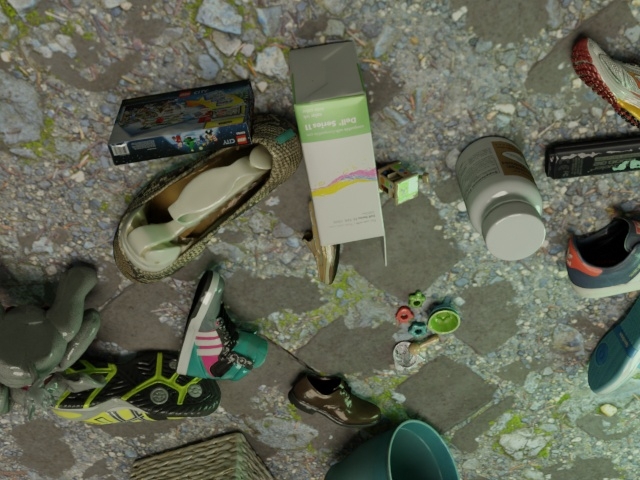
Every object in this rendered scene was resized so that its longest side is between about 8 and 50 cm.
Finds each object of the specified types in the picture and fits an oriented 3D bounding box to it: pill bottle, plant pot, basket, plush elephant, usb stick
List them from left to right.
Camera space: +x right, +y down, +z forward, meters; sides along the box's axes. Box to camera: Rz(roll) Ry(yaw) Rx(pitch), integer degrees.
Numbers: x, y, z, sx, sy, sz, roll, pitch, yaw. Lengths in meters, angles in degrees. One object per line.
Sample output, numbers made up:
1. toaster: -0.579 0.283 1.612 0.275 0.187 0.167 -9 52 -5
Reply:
1. plush elephant: -0.578 0.231 1.709 0.272 0.330 0.255 -6 155 -19
2. basket: -0.276 0.691 2.063 0.331 0.266 0.328 -20 126 12
3. plant pot: 0.155 0.595 2.024 0.255 0.271 0.272 -29 125 36
4. pill bottle: 0.324 -0.075 1.513 0.131 0.229 0.131 -1 128 -2
5. usb stick: 0.560 -0.160 1.575 0.278 0.045 0.077 -7 135 3

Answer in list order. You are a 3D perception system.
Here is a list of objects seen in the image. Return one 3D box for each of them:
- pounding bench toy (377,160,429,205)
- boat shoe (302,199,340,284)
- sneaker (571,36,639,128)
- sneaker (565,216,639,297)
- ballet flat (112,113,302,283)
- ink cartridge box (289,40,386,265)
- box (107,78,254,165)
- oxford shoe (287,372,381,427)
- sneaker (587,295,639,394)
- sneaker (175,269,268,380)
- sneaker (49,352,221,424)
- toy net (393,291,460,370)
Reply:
1. pounding bench toy: 0.155 -0.115 1.586 0.083 0.065 0.052 -24 132 -24
2. boat shoe: 0.000 0.000 1.671 0.072 0.068 0.190 6 118 8
3. sneaker: 0.524 -0.282 1.467 0.225 0.088 0.092 33 99 -25
4. sneaker: 0.653 0.006 1.652 0.350 0.131 0.148 -18 131 12
5. ballet flat: -0.242 -0.058 1.531 0.483 0.182 0.164 -35 95 23
6. ink cartridge box: 0.033 -0.136 1.467 0.119 0.207 0.353 -9 127 2
7. box: -0.231 -0.202 1.436 0.233 0.159 0.044 -8 126 4
8. oxford shoe: 0.048 0.365 1.939 0.227 0.082 0.096 20 120 -18
9. sneaker: 0.744 0.243 1.845 0.208 0.127 0.319 18 126 -14
10. sneaker: -0.191 0.193 1.766 0.179 0.123 0.295 14 132 -8
11. sneaker: -0.413 0.339 1.887 0.385 0.145 0.147 5 148 -3
12. toy net: 0.206 0.215 1.851 0.122 0.045 0.232 16 126 -14
